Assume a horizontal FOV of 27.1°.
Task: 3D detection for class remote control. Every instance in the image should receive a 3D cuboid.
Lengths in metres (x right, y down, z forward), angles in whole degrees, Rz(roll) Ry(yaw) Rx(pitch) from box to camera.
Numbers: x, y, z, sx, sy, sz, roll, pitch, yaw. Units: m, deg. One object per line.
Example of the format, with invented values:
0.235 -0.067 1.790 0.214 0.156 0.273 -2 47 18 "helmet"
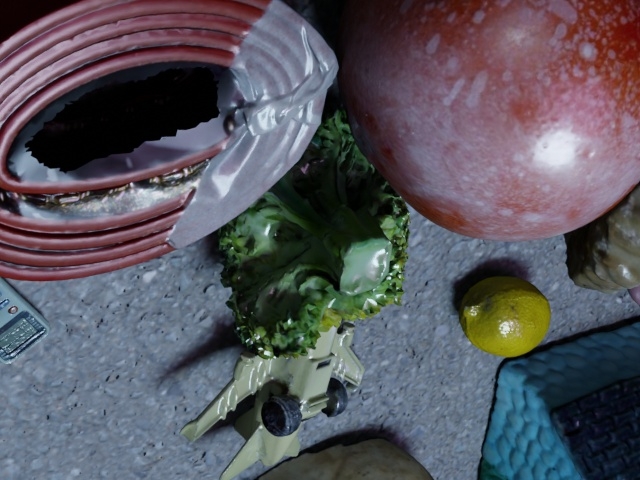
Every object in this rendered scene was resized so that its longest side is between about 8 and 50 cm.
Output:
-0.264 0.051 1.042 0.053 0.018 0.124 -38 135 -4 "remote control"

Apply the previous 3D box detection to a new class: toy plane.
-0.022 0.114 1.210 0.229 0.092 0.244 -12 133 -48 "toy plane"

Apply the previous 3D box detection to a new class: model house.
0.351 0.247 1.461 0.261 0.241 0.226 -15 127 -26 "model house"

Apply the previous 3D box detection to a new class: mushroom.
0.026 0.337 1.339 0.254 0.189 0.195 -23 130 -15 "mushroom"

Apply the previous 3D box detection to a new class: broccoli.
0.000 0.000 1.056 0.194 0.194 0.219 20 98 -42 "broccoli"

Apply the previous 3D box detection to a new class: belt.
-0.142 -0.103 0.942 0.324 0.115 0.227 -22 133 -21 "belt"

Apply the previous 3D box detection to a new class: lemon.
0.183 0.075 1.326 0.111 0.082 0.082 9 116 -46 "lemon"

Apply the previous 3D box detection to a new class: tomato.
0.129 -0.125 1.005 0.227 0.270 0.270 -26 134 -6 "tomato"

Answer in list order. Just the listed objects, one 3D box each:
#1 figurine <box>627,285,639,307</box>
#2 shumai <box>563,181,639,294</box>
0.364 0.039 1.433 0.071 0.067 0.083 -43 123 -29 "figurine"
0.287 -0.110 1.200 0.267 0.262 0.314 -32 180 -26 "shumai"
